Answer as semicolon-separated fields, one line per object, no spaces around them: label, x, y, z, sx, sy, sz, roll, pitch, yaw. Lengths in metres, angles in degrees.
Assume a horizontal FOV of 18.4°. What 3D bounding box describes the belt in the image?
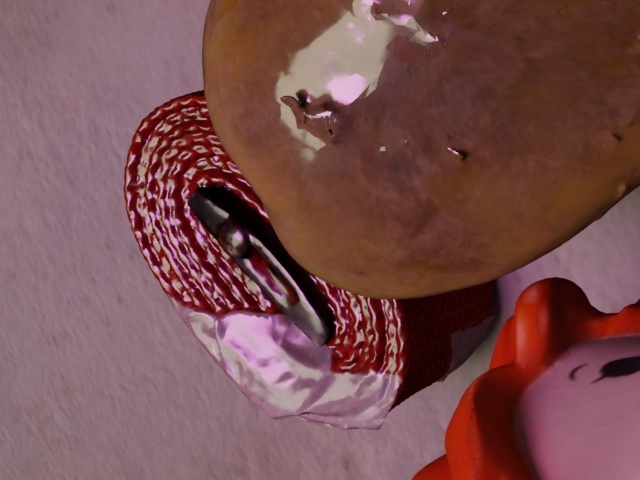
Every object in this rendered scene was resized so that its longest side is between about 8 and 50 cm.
belt;0.000;0.000;1.048;0.201;0.124;0.128;51;124;10

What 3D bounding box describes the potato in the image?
potato;0.076;-0.101;0.808;0.191;0.141;0.296;45;109;-3

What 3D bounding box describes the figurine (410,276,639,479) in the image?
figurine;0.217;0.084;0.758;0.306;0.241;0.412;45;131;12
